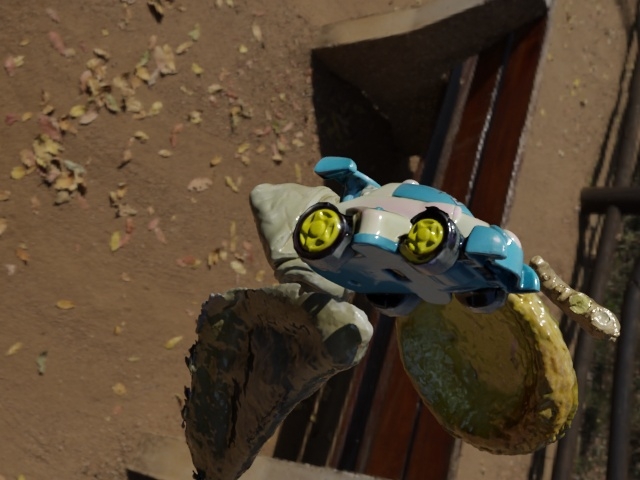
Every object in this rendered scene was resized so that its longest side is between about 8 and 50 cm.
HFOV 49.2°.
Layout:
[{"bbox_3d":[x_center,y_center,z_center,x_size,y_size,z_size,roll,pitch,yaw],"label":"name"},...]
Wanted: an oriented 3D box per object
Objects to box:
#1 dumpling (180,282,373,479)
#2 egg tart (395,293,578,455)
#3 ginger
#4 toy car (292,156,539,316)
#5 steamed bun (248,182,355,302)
[{"bbox_3d":[-0.061,0.131,0.747,0.086,0.332,0.166,0,52,-45],"label":"dumpling"},{"bbox_3d":[0.235,0.149,0.964,0.123,0.294,0.294,-17,103,-39],"label":"egg tart"},{"bbox_3d":[0.387,0.094,1.080,0.051,0.173,0.069,-52,169,0],"label":"ginger"},{"bbox_3d":[0.070,-0.009,0.502,0.126,0.161,0.098,32,61,-47],"label":"toy car"},{"bbox_3d":[0.001,0.001,1.101,0.211,0.144,0.218,48,19,-43],"label":"steamed bun"}]
